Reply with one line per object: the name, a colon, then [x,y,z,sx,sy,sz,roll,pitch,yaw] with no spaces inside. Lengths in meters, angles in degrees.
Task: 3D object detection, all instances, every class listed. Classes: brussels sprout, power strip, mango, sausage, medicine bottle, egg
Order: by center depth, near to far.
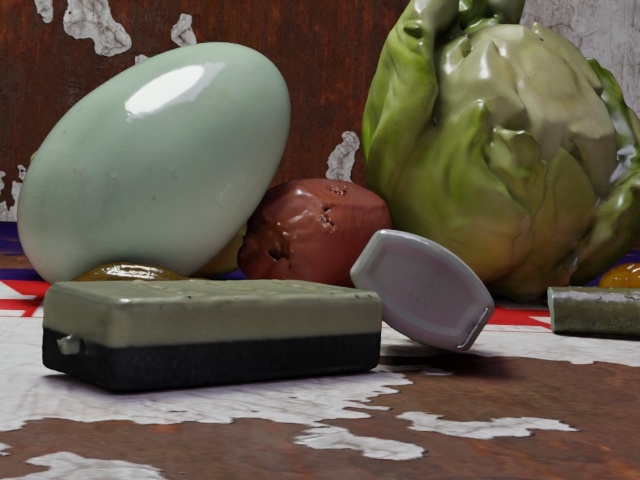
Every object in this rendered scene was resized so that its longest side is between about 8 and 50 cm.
power strip: [-0.077,0.064,0.913,0.256,0.070,0.105,-1,4,-42]
medicine bottle: [0.089,0.046,1.079,0.115,0.078,0.219,32,0,7]
egg: [-0.177,-0.083,1.406,0.371,0.230,0.230,-44,27,-25]
mango: [0.373,0.063,1.460,0.077,0.063,0.127,43,-24,-29]
sausage: [0.000,0.000,1.536,0.152,0.152,0.279,4,1,24]
brussels sprout: [0.217,-0.105,1.669,0.342,0.425,0.361,-25,-17,-45]

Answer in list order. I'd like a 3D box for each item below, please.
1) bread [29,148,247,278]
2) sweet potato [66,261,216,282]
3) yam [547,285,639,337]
bread: [-0.228,-0.053,1.667,0.320,0.237,0.320,-9,-6,-1]
sweet potato: [-0.173,0.051,1.279,0.182,0.054,0.053,5,11,-9]
yam: [0.299,0.073,1.278,0.132,0.054,0.054,3,3,10]
